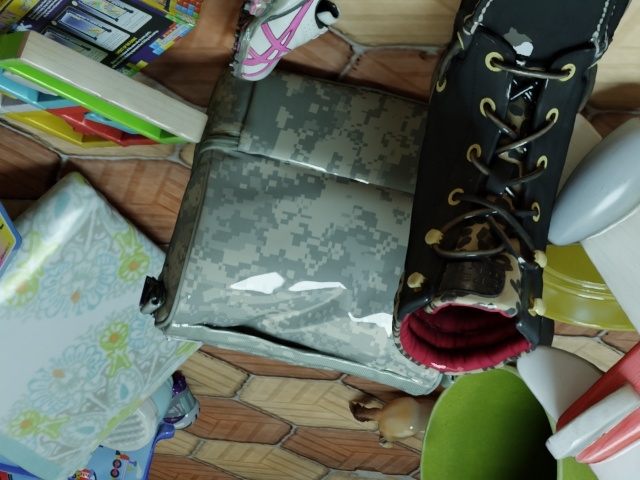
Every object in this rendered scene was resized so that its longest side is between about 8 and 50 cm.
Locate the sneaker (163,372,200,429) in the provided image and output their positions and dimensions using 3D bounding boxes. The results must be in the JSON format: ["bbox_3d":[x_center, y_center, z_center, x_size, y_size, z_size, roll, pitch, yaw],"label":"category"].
[{"bbox_3d":[-0.294,0.226,2.399,0.223,0.083,0.098,1,131,16],"label":"sneaker"}]

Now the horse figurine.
[{"bbox_3d":[0.161,0.263,2.269,0.263,0.066,0.174,3,161,12],"label":"horse figurine"}]

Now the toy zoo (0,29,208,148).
[{"bbox_3d":[-0.260,-0.140,1.520,0.192,0.030,0.293,25,168,-31],"label":"toy zoo"}]

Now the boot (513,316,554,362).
[{"bbox_3d":[0.150,0.067,1.800,0.115,0.112,0.305,6,160,37],"label":"boot"}]

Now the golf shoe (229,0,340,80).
[{"bbox_3d":[-0.029,-0.185,1.349,0.086,0.067,0.186,13,156,-8],"label":"golf shoe"}]

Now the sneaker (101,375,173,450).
[{"bbox_3d":[-0.366,0.146,2.163,0.366,0.150,0.135,36,122,-1],"label":"sneaker"}]

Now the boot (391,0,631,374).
[{"bbox_3d":[0.147,-0.071,1.257,0.138,0.284,0.377,14,157,-6],"label":"boot"}]

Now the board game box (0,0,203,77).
[{"bbox_3d":[-0.203,-0.208,1.399,0.141,0.048,0.170,25,153,-25],"label":"board game box"}]

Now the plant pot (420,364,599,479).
[{"bbox_3d":[0.333,0.309,2.104,0.293,0.275,0.275,7,162,-34],"label":"plant pot"}]

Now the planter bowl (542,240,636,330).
[{"bbox_3d":[0.296,0.011,1.618,0.217,0.090,0.217,8,156,4],"label":"planter bowl"}]

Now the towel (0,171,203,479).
[{"bbox_3d":[-0.311,0.113,1.884,0.090,0.320,0.374,43,177,35],"label":"towel"}]

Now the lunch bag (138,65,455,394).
[{"bbox_3d":[0.000,0.000,1.516,0.305,0.256,0.212,15,156,-8],"label":"lunch bag"}]

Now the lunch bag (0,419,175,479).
[{"bbox_3d":[-0.356,0.259,2.287,0.293,0.221,0.138,10,156,2],"label":"lunch bag"}]

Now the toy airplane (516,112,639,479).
[{"bbox_3d":[0.351,0.072,1.370,0.386,0.384,0.272,9,166,8],"label":"toy airplane"}]

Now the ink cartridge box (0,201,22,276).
[{"bbox_3d":[-0.512,-0.092,1.576,0.270,0.151,0.395,4,137,23],"label":"ink cartridge box"}]
